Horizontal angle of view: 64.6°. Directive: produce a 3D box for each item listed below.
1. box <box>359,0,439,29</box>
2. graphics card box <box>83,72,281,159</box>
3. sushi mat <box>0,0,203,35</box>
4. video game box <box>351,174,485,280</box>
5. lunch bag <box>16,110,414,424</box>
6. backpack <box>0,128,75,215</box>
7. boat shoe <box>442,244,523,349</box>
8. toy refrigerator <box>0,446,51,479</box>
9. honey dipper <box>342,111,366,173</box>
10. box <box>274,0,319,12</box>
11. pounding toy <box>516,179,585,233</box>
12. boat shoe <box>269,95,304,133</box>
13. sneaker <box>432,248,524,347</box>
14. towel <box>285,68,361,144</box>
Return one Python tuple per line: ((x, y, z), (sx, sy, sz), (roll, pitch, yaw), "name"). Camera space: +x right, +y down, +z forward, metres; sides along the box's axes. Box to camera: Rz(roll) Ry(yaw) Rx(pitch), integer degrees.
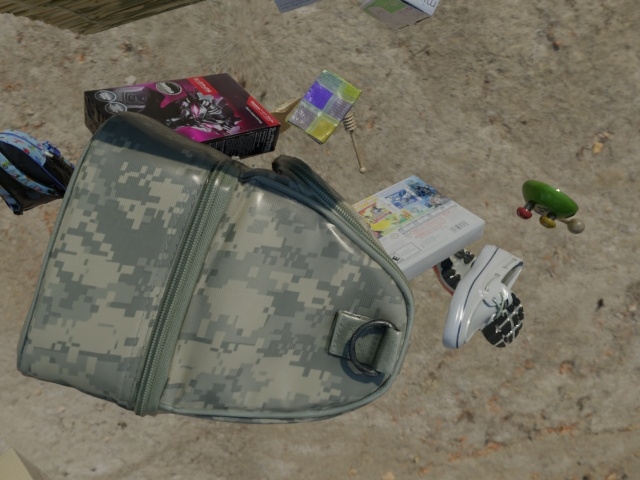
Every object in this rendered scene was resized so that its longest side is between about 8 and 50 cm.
((0.220, -0.640, 1.185), (0.127, 0.262, 0.231), (22, 103, -15), "box")
((-0.302, -0.263, 1.143), (0.371, 0.233, 0.094), (-24, 150, -37), "graphics card box")
((-0.049, -0.160, 0.267), (0.317, 0.151, 0.019), (-6, 99, 18), "sushi mat")
((0.155, -0.025, 0.917), (0.205, 0.187, 0.048), (-27, 139, -23), "video game box")
((-0.063, 0.032, 0.467), (0.256, 0.305, 0.212), (21, 91, -4), "lunch bag")
((-0.626, -0.156, 1.052), (0.158, 0.116, 0.173), (-17, 136, 18), "backpack")
((0.262, 0.085, 0.797), (0.076, 0.226, 0.083), (15, 138, 28), "boat shoe")
((-0.406, 0.398, 0.697), (0.102, 0.270, 0.094), (-47, 122, -30), "toy refrigerator")
((0.085, -0.236, 1.253), (0.031, 0.030, 0.160), (-19, 122, -1), "honey dipper")
((-0.050, -0.671, 1.203), (0.182, 0.181, 0.119), (54, 53, -39), "box")
((0.716, -0.085, 1.617), (0.237, 0.183, 0.110), (36, 89, -36), "pounding toy")
((-0.100, -0.321, 1.329), (0.170, 0.059, 0.063), (-29, 109, -6), "boat shoe")
((0.328, 0.107, 1.078), (0.107, 0.118, 0.279), (-39, 106, -3), "sneaker")
((0.003, -0.160, 0.607), (0.060, 0.009, 0.083), (39, 90, 15), "towel")
